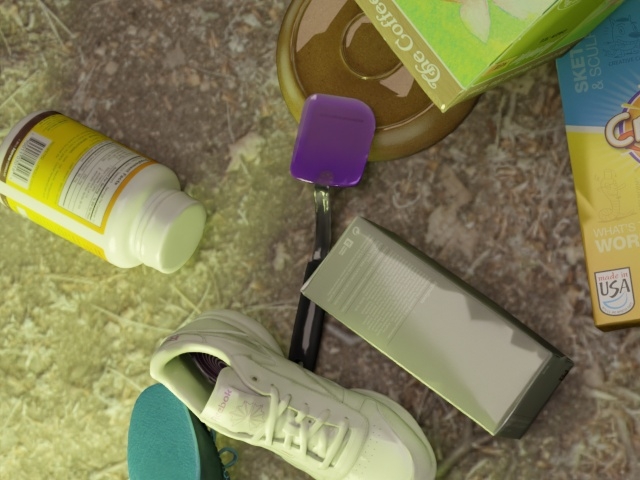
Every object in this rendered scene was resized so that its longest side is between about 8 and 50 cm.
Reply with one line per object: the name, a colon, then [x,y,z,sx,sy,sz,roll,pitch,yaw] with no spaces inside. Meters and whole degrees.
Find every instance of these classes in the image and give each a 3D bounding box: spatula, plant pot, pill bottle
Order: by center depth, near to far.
spatula: [0.000,0.000,1.633,0.084,0.030,0.296,9,95,23]
plant pot: [0.060,-0.200,1.654,0.236,0.032,0.236,-3,80,19]
pill bottle: [-0.230,-0.047,1.686,0.215,0.117,0.117,27,91,21]

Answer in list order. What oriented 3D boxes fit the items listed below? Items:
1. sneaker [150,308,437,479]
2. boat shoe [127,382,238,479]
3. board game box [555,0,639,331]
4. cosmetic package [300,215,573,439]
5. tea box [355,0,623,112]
sneaker: [-0.034,0.179,1.558,0.305,0.152,0.114,28,108,18]
boat shoe: [-0.130,0.271,1.625,0.109,0.089,0.258,-13,83,30]
board game box: [0.357,-0.087,1.516,0.242,0.064,0.316,-11,79,17]
cosmetic package: [0.115,0.084,1.543,0.238,0.127,0.107,39,95,22]
tea box: [0.156,-0.349,1.384,0.329,0.220,0.323,53,133,9]
